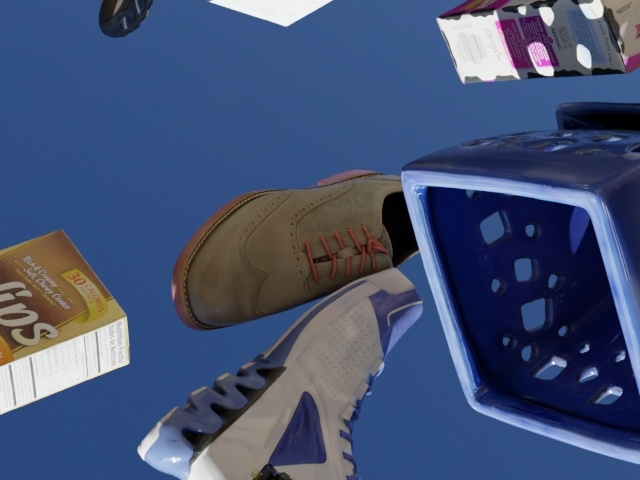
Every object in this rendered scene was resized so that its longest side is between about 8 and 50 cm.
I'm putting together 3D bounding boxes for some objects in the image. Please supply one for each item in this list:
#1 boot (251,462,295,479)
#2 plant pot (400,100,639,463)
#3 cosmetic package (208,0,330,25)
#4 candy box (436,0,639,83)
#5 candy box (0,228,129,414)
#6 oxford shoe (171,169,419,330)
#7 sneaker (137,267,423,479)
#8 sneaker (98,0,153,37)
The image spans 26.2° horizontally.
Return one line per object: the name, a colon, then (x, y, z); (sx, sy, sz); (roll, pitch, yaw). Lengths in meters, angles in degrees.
boot: (-0.094, 0.245, 1.081); (0.085, 0.178, 0.236); (31, 169, 39)
plant pot: (0.235, 0.013, 1.099); (0.212, 0.236, 0.236); (-28, -70, -29)
cosmetic package: (0.025, -0.415, 1.609); (0.217, 0.385, 0.156); (7, -118, -56)
candy box: (0.230, -0.200, 1.168); (0.159, 0.233, 0.071); (-31, -74, -21)
candy box: (-0.403, 0.116, 1.593); (0.316, 0.087, 0.183); (-22, -133, -25)
oxford shoe: (0.000, 0.000, 1.395); (0.130, 0.123, 0.348); (3, -157, 43)
sneaker: (-0.004, 0.183, 1.351); (0.315, 0.127, 0.182); (-35, -102, -25)
sneaker: (-0.255, -0.373, 1.713); (0.108, 0.100, 0.271); (2, -113, 0)
